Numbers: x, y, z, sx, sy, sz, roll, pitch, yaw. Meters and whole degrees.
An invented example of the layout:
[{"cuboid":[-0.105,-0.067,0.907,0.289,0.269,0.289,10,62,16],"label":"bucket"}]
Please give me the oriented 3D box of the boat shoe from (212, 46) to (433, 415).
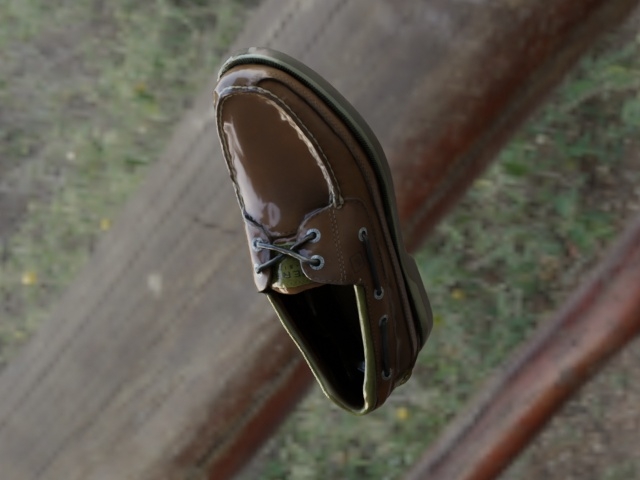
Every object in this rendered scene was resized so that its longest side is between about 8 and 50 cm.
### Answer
[{"cuboid":[0.000,0.000,1.388,0.111,0.307,0.104,-7,36,35],"label":"boat shoe"}]
